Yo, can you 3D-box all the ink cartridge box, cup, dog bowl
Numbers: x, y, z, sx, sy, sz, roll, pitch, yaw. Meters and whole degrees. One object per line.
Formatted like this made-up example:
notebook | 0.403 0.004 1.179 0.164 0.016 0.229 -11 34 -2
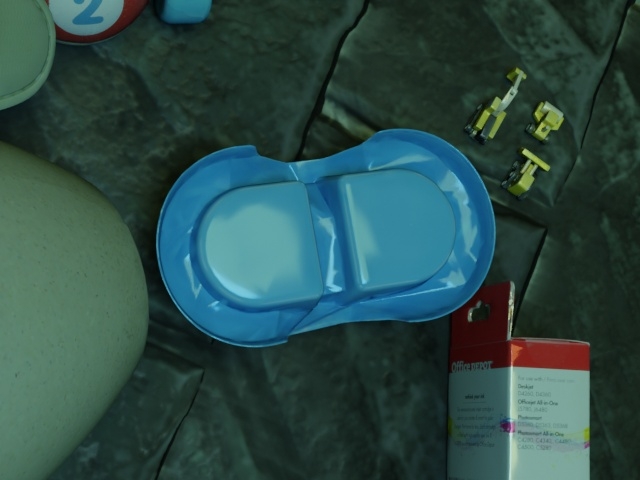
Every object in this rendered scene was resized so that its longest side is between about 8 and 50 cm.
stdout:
ink cartridge box | 0.166 0.156 1.061 0.078 0.134 0.231 5 81 -16
cup | -0.262 0.055 0.872 0.237 0.331 0.331 -14 86 -43
dog bowl | 0.000 0.000 1.064 0.297 0.074 0.166 -8 84 -19

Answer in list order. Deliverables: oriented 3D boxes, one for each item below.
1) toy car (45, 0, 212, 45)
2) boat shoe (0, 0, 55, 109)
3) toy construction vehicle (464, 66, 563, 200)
toy car | -0.184 -0.278 0.960 0.219 0.238 0.210 -5 83 -18
boat shoe | -0.331 -0.150 0.859 0.340 0.113 0.127 -15 111 -57
toy construction vehicle | 0.185 -0.101 1.158 0.086 0.035 0.098 38 73 -9
